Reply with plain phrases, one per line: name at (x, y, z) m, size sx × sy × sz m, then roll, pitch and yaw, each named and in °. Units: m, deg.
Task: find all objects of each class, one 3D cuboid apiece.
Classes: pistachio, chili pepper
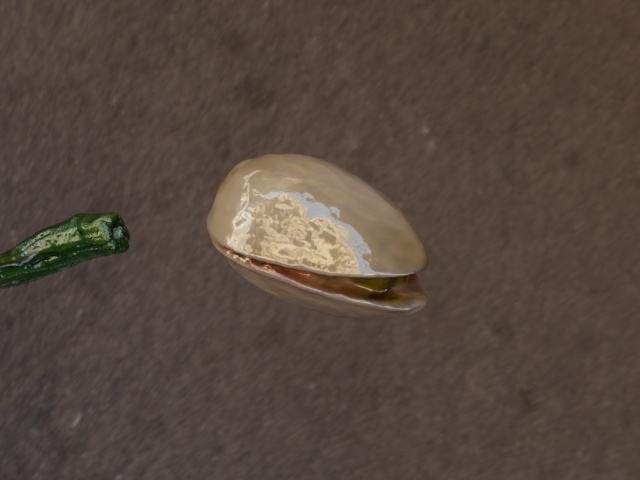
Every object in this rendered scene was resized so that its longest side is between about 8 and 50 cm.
pistachio at (0.000, 0.000, 2.059) m, size 0.318 × 0.193 × 0.214 m, roll 24°, pitch 35°, yaw 36°
chili pepper at (-0.176, 0.007, 1.021) m, size 0.118 × 0.055 × 0.035 m, roll -10°, pitch 66°, yaw 1°
